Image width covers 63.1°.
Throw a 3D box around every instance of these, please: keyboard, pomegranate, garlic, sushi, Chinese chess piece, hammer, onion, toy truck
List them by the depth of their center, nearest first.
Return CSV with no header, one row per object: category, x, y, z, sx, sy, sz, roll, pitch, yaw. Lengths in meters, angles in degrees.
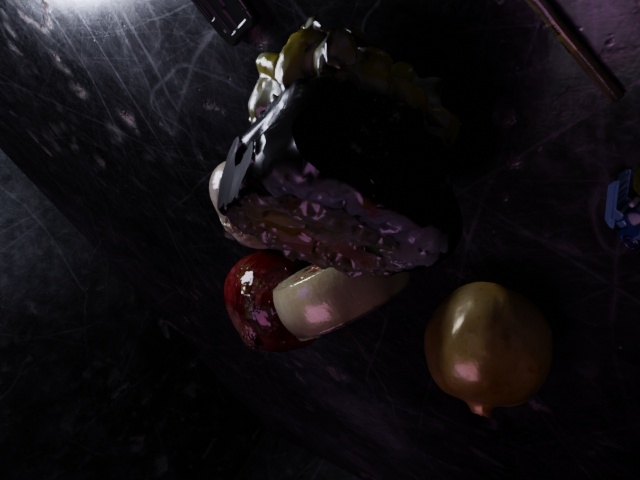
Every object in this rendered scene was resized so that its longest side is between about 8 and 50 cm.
hammer,0.269,-0.219,0.562,0.182,0.017,0.062,42,152,-11
toy truck,0.389,-0.041,0.648,0.090,0.056,0.073,50,158,4
sushi,0.041,-0.122,0.725,0.328,0.286,0.328,22,161,-15
keyboard,-0.201,-0.425,0.803,0.262,0.016,0.106,49,150,-18
pomegranate,0.296,0.184,0.920,0.233,0.233,0.233,28,150,18
Chinese chess piece,0.041,0.084,1.000,0.270,0.269,0.112,-24,94,59
garlic,-0.141,-0.074,1.104,0.227,0.152,0.228,28,154,15
onion,-0.115,0.155,1.304,0.276,0.276,0.276,28,150,18

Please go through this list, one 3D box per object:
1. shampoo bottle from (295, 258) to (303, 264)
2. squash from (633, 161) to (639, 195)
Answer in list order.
shampoo bottle,0.002,0.000,1.117,0.236,0.067,0.068,-22,98,52
squash,0.417,-0.089,0.525,0.066,0.066,0.201,44,148,-11
